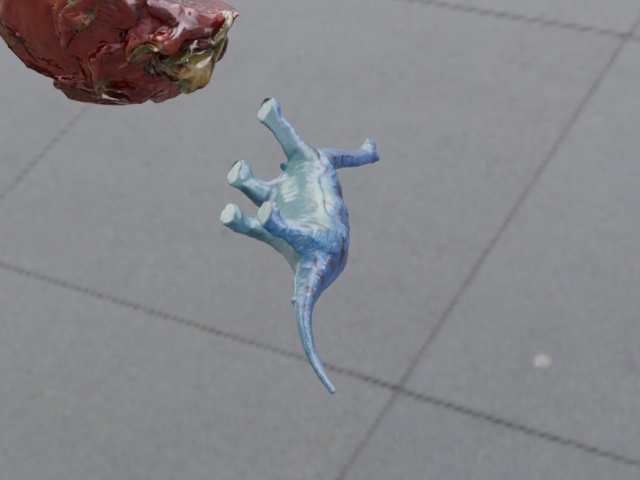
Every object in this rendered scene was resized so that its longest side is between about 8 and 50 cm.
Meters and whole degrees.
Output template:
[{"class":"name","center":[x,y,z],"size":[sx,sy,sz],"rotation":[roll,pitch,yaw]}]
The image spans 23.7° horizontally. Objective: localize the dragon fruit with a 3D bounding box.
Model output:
[{"class":"dragon fruit","center":[-0.112,-0.111,0.866],"size":[0.162,0.083,0.106],"rotation":[13,9,-37]}]

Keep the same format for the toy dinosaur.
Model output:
[{"class":"toy dinosaur","center":[-0.021,-0.024,1.279],"size":[0.076,0.144,0.329],"rotation":[-39,24,31]}]
